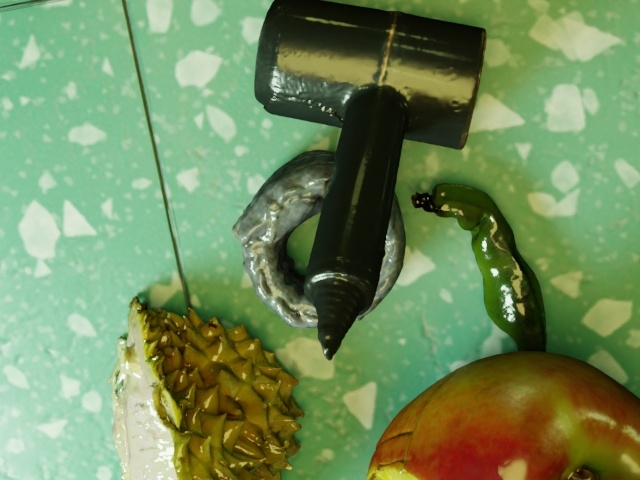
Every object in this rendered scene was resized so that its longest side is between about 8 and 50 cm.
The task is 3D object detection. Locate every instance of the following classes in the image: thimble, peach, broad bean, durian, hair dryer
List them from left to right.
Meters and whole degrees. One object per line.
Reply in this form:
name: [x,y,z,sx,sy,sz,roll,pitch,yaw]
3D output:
durian: [-0.109,0.221,1.216,0.185,0.195,0.305,5,101,-3]
thimble: [0.002,-0.001,1.199,0.150,0.098,0.150,1,103,3]
hair dryer: [0.016,-0.054,1.076,0.189,0.352,0.107,11,138,4]
broad bean: [0.156,0.023,1.218,0.061,0.046,0.195,-36,101,1]
peach: [0.177,0.217,1.166,0.245,0.274,0.249,-15,87,-29]
